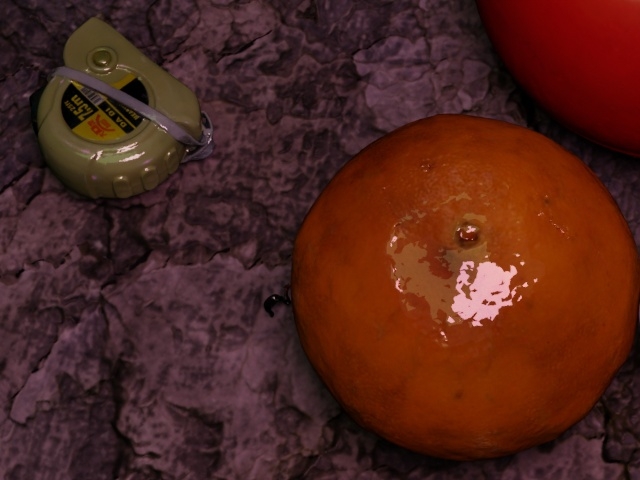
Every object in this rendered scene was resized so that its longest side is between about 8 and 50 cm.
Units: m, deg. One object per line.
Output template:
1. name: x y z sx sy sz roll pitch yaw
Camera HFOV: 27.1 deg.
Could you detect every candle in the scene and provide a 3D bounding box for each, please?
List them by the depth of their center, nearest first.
1. candle: 0.001 0.000 1.223 0.026 0.021 0.167 28 75 21

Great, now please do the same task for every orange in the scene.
1. orange: 0.118 0.036 1.078 0.284 0.226 0.283 -2 72 8

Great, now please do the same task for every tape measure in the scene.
1. tape measure: -0.197 -0.113 1.270 0.177 0.087 0.154 36 66 20

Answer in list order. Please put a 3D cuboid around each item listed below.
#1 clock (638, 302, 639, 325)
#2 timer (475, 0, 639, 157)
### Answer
1. clock: 0.326 0.068 0.990 0.176 0.080 0.117 -6 60 24
2. timer: 0.308 -0.252 1.098 0.378 0.279 0.377 -1 87 25
